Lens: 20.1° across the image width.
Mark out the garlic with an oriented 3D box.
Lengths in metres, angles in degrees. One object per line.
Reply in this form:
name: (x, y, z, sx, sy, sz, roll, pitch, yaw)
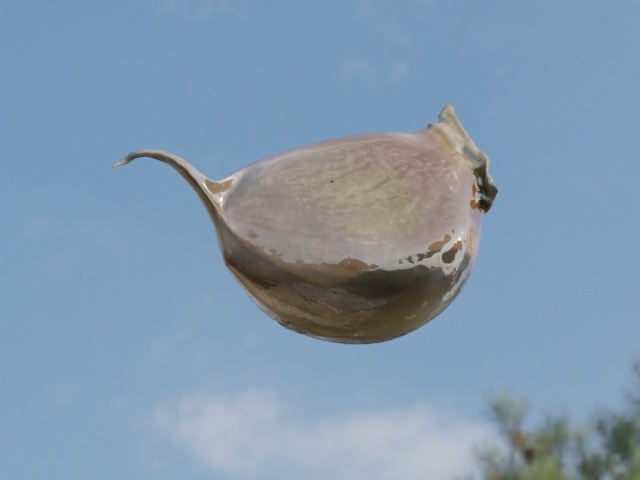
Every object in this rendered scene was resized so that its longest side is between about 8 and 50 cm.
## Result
garlic: (-0.003, 0.002, 1.235, 0.266, 0.148, 0.129, -2, -48, -31)
